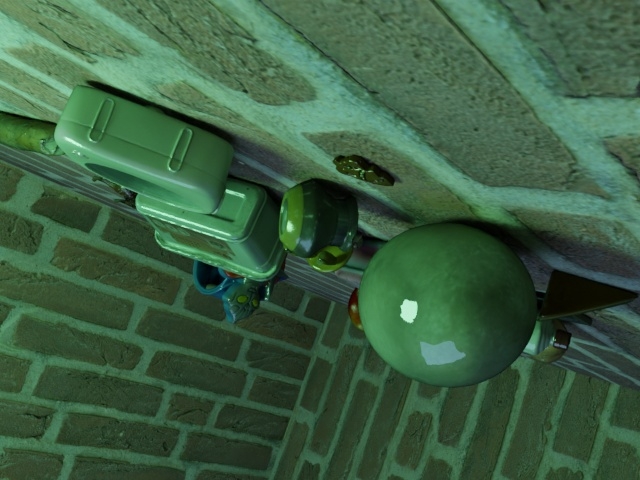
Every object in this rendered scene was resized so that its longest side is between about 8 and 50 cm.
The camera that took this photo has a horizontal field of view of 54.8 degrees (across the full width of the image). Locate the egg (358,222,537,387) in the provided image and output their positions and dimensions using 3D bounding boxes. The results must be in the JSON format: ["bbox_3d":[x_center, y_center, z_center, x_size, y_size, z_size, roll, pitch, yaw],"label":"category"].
[{"bbox_3d":[0.190,0.099,0.967,0.258,0.258,0.352,22,170,-13],"label":"egg"}]

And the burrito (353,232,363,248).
[{"bbox_3d":[0.024,-0.012,1.361,0.149,0.041,0.055,13,177,31],"label":"burrito"}]

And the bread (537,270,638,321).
[{"bbox_3d":[0.448,0.114,1.041,0.139,0.084,0.074,17,170,16],"label":"bread"}]

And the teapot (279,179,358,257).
[{"bbox_3d":[-0.006,-0.042,1.040,0.119,0.130,0.165,7,-152,-14],"label":"teapot"}]

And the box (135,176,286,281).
[{"bbox_3d":[-0.227,-0.055,1.300,0.312,0.175,0.182,17,162,19],"label":"box"}]

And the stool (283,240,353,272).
[{"bbox_3d":[0.000,0.000,1.271,0.134,0.135,0.110,-28,154,9],"label":"stool"}]

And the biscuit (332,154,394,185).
[{"bbox_3d":[0.059,-0.093,0.852,0.092,0.016,0.082,24,171,-14],"label":"biscuit"}]

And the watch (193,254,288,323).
[{"bbox_3d":[-0.272,0.107,1.935,0.274,0.305,0.241,0,159,45],"label":"watch"}]

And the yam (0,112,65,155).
[{"bbox_3d":[-0.719,-0.257,1.423,0.371,0.083,0.083,17,171,28],"label":"yam"}]

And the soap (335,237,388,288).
[{"bbox_3d":[0.212,0.084,1.327,0.324,0.109,0.193,10,167,47],"label":"soap"}]

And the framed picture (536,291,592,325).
[{"bbox_3d":[0.451,0.135,1.410,0.192,0.018,0.265,27,169,-35],"label":"framed picture"}]

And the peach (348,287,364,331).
[{"bbox_3d":[0.177,0.203,1.932,0.197,0.197,0.197,19,172,3],"label":"peach"}]

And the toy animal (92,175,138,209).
[{"bbox_3d":[-0.528,-0.116,1.844,0.260,0.087,0.243,20,174,20],"label":"toy animal"}]

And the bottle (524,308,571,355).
[{"bbox_3d":[0.431,0.188,1.381,0.245,0.104,0.104,17,171,27],"label":"bottle"}]

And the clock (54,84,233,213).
[{"bbox_3d":[-0.282,-0.137,1.053,0.265,0.108,0.324,19,173,-6],"label":"clock"}]

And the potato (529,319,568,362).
[{"bbox_3d":[0.549,0.236,1.518,0.109,0.118,0.178,-17,151,8],"label":"potato"}]
